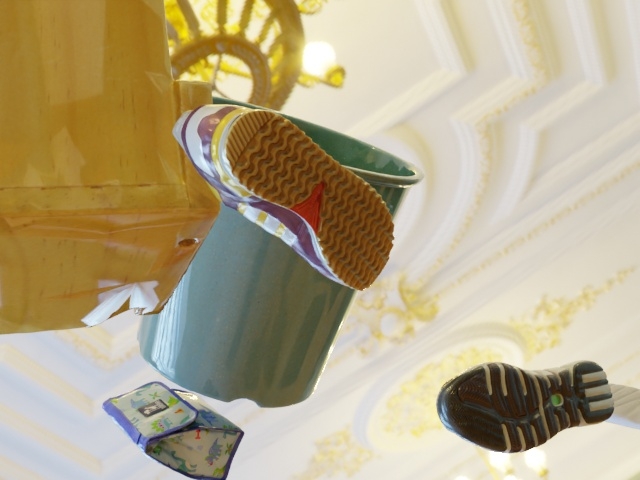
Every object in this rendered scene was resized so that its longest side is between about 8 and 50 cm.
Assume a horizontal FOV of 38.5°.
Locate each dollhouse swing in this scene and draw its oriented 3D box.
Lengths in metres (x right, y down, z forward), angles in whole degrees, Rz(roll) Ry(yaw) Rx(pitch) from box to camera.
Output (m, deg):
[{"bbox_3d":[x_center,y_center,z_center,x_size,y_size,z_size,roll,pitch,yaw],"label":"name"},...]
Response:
[{"bbox_3d":[-0.301,-0.112,0.796,0.347,0.305,0.315,-4,-25,-26],"label":"dollhouse swing"}]

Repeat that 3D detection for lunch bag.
[{"bbox_3d":[-0.201,0.252,1.225,0.151,0.129,0.096,17,-85,-41],"label":"lunch bag"}]

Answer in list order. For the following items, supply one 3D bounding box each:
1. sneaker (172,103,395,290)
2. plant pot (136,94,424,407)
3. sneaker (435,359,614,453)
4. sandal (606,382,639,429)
[{"bbox_3d":[-0.021,-0.033,0.633,0.069,0.084,0.185,-55,-49,-13],"label":"sneaker"},{"bbox_3d":[-0.077,0.015,1.205,0.341,0.341,0.334,7,-73,-37],"label":"plant pot"},{"bbox_3d":[0.221,0.215,1.145,0.281,0.106,0.162,4,-19,-34],"label":"sneaker"},{"bbox_3d":[0.507,0.273,1.336,0.102,0.265,0.076,-40,-51,-43],"label":"sandal"}]
